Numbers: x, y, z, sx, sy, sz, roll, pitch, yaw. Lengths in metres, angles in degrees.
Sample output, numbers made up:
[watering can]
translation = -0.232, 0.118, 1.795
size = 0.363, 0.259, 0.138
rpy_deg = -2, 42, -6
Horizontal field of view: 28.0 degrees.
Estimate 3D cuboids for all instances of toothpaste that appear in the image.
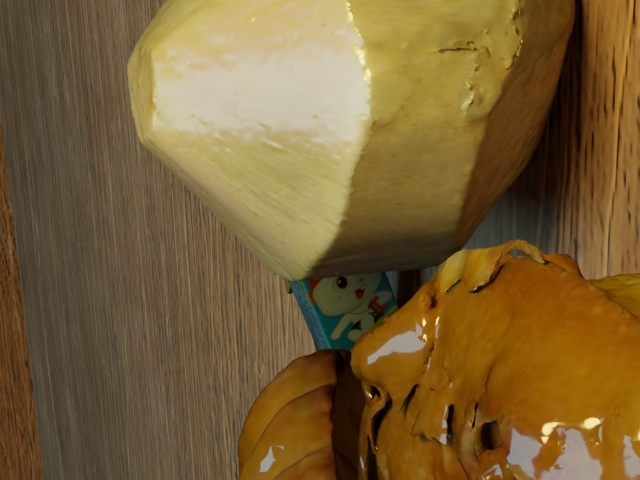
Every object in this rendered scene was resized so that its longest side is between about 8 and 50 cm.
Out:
[toothpaste]
translation = 0.000, 0.000, 0.930
size = 0.050, 0.065, 0.267
rpy_deg = 46, 161, 55

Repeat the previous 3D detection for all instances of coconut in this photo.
[coconut]
translation = 0.013, -0.098, 0.728
size = 0.259, 0.259, 0.259
rpy_deg = 170, 90, -68

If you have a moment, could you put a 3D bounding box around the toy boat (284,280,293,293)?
[toy boat]
translation = 0.015, -0.015, 1.018
size = 0.077, 0.057, 0.200
rpy_deg = 61, 151, 29

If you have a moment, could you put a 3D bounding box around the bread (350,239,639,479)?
[bread]
translation = 0.152, 0.173, 0.574
size = 0.358, 0.204, 0.337
rpy_deg = 66, 152, 22

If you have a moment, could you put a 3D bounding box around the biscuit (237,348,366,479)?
[biscuit]
translation = 0.026, 0.233, 0.855
size = 0.326, 0.107, 0.326
rpy_deg = -16, -90, -79
